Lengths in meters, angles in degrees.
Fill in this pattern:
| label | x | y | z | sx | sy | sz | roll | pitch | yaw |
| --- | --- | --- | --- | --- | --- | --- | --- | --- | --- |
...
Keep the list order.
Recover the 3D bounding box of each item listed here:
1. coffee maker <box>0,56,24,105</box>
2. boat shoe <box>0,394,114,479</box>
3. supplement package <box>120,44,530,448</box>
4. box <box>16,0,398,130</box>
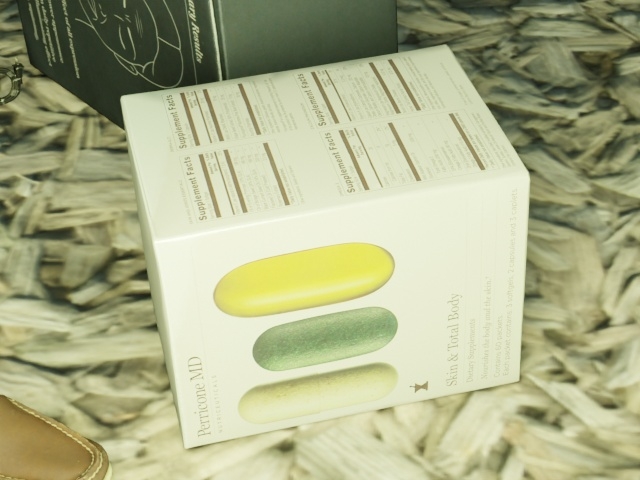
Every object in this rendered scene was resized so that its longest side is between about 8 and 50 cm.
| label | x | y | z | sx | sy | sz | roll | pitch | yaw |
| --- | --- | --- | --- | --- | --- | --- | --- | --- | --- |
| coffee maker | -0.418 | -0.183 | 1.426 | 0.171 | 0.120 | 0.178 | 4 | 31 | -30 |
| boat shoe | -0.271 | 0.133 | 0.977 | 0.257 | 0.095 | 0.095 | 9 | 38 | 17 |
| supplement package | 0.000 | 0.000 | 1.047 | 0.262 | 0.199 | 0.198 | -10 | 37 | -9 |
| box | -0.127 | -0.265 | 1.342 | 0.212 | 0.294 | 0.395 | -27 | 43 | -28 |
